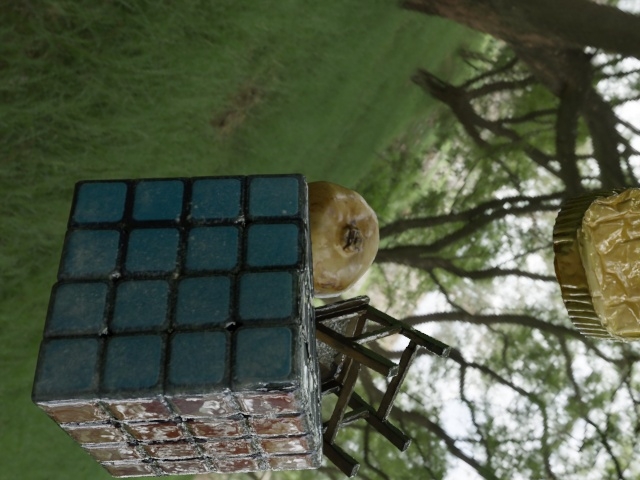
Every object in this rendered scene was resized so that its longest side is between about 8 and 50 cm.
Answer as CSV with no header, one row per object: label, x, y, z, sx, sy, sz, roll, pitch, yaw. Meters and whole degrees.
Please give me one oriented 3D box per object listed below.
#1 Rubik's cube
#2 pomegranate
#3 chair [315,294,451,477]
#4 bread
Rubik's cube,-0.177,0.132,1.126,0.344,0.344,0.337,86,1,-57
pomegranate,0.000,0.000,1.504,0.248,0.248,0.248,-56,-179,2
chair,0.000,0.210,1.478,0.203,0.416,0.241,-10,125,-47
bread,0.477,0.039,1.261,0.179,0.250,0.133,-12,178,-16
